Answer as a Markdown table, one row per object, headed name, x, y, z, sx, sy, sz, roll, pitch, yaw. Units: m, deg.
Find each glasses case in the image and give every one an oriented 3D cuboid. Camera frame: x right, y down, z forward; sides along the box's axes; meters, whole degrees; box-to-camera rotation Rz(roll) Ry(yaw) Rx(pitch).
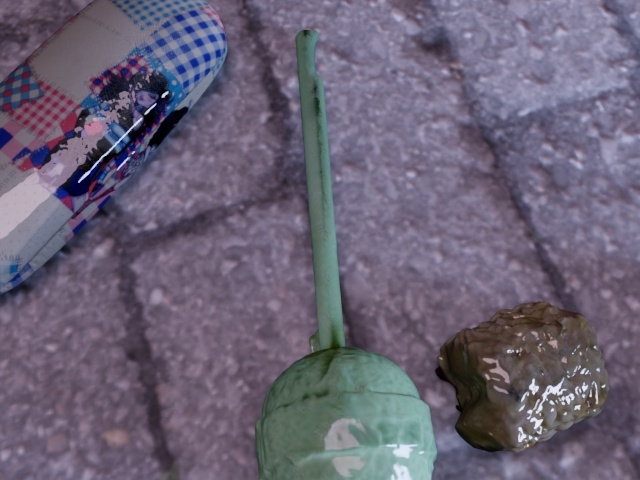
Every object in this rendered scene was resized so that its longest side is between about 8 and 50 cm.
| name | x | y | z | sx | sy | sz | roll | pitch | yaw |
| --- | --- | --- | --- | --- | --- | --- | --- | --- | --- |
| glasses case | -0.211 | -0.096 | 0.553 | 0.125 | 0.076 | 0.327 | 34 | 73 | 13 |

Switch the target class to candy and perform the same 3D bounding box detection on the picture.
| name | x | y | z | sx | sy | sz | roll | pitch | yaw |
| --- | --- | --- | --- | --- | --- | --- | --- | --- | --- |
| candy | 0.140 | 0.095 | 0.467 | 0.110 | 0.085 | 0.095 | -12 | 76 | -14 |
| candy | 0.000 | 0.000 | 0.507 | 0.119 | 0.119 | 0.439 | -6 | 61 | 0 |
